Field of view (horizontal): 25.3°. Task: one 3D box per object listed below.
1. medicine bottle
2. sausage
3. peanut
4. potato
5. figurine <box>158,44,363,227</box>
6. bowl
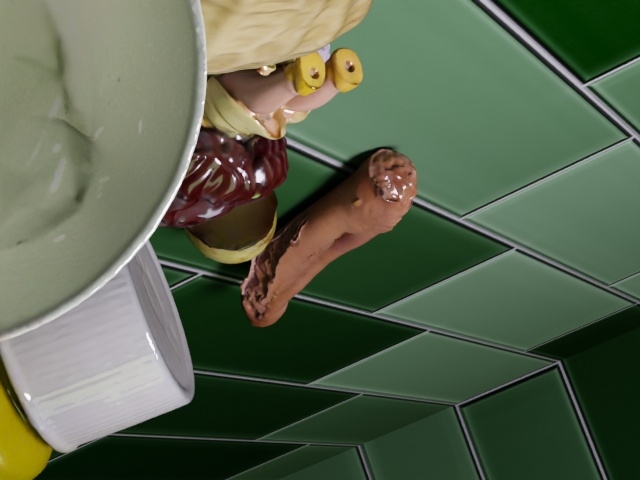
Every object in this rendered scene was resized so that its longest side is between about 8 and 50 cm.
[{"bbox_3d":[-0.316,0.111,1.185,0.384,0.224,0.224,-20,162,2],"label":"medicine bottle"},{"bbox_3d":[0.000,0.000,1.438,0.078,0.078,0.304,-4,155,-40],"label":"sausage"},{"bbox_3d":[-0.032,-0.179,0.807,0.197,0.110,0.233,-9,162,-29],"label":"peanut"},{"bbox_3d":[-0.077,-0.009,1.341,0.096,0.066,0.103,-17,165,4],"label":"potato"},{"bbox_3d":[-0.069,-0.087,1.027,0.175,0.115,0.240,-4,156,-41],"label":"figurine"},{"bbox_3d":[-0.205,-0.092,0.708,0.277,0.277,0.145,-14,-163,-16],"label":"bowl"}]
